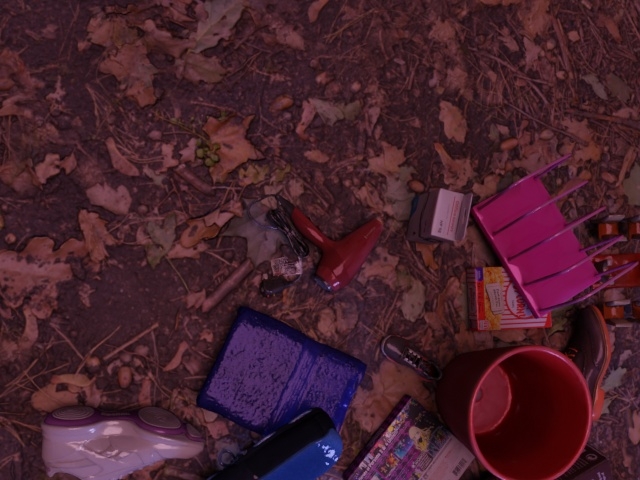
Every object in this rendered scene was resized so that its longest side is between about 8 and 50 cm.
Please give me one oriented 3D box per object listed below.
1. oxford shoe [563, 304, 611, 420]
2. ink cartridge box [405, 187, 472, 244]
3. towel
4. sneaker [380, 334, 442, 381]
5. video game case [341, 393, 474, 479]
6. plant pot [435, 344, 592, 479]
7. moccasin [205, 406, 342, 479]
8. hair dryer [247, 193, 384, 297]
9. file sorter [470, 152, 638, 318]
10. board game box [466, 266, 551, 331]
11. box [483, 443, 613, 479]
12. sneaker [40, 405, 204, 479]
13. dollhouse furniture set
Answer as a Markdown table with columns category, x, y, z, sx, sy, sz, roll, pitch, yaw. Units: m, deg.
| category | x | y | z | sx | sy | sz | roll | pitch | yaw |
| --- | --- | --- | --- | --- | --- | --- | --- | --- | --- |
| oxford shoe | 0.608 | 0.285 | 1.452 | 0.098 | 0.097 | 0.272 | 6 | 85 | -8 |
| ink cartridge box | 0.253 | -0.051 | 1.338 | 0.060 | 0.180 | 0.104 | 14 | 82 | -13 |
| towel | -0.079 | 0.298 | 1.291 | 0.308 | 0.076 | 0.228 | 28 | 77 | -13 |
| sneaker | 0.208 | 0.258 | 1.365 | 0.157 | 0.065 | 0.061 | 31 | 79 | -10 |
| video game case | 0.196 | 0.495 | 1.358 | 0.210 | 0.042 | 0.232 | 43 | 78 | -9 |
| plant pot | 0.381 | 0.345 | 1.311 | 0.274 | 0.243 | 0.275 | 1 | 87 | -14 |
| moccasin | -0.109 | 0.450 | 1.204 | 0.341 | 0.117 | 0.138 | -30 | 122 | 3 |
| hair dryer | 0.000 | 0.000 | 1.323 | 0.293 | 0.080 | 0.224 | -5 | 87 | -15 |
| file sorter | 0.520 | -0.014 | 1.368 | 0.202 | 0.182 | 0.291 | -27 | 82 | -20 |
| board game box | 0.439 | 0.133 | 1.442 | 0.193 | 0.045 | 0.147 | -2 | 87 | -15 |
| box | 0.453 | 0.607 | 1.351 | 0.381 | 0.143 | 0.191 | -23 | 106 | -16 |
| sneaker | -0.381 | 0.403 | 1.200 | 0.304 | 0.114 | 0.152 | 7 | 98 | -9 |
| dollhouse furniture set | 0.782 | 0.071 | 1.512 | 0.258 | 0.135 | 0.262 | -2 | 87 | -3 |
